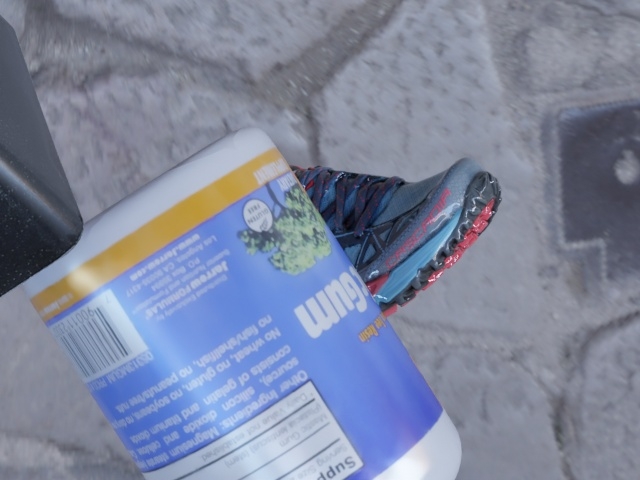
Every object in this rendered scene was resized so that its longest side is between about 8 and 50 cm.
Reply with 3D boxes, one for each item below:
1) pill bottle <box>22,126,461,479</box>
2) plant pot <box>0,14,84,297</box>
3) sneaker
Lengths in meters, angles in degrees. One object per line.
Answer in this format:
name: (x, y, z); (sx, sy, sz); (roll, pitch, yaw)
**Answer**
pill bottle: (-0.022, 0.091, 0.743); (0.152, 0.152, 0.272); (-33, 93, 0)
plant pot: (-0.230, -0.051, 0.554); (0.187, 0.188, 0.167); (-33, 131, 3)
sneaker: (0.000, 0.000, 0.934); (0.262, 0.104, 0.125); (-32, 95, 41)
